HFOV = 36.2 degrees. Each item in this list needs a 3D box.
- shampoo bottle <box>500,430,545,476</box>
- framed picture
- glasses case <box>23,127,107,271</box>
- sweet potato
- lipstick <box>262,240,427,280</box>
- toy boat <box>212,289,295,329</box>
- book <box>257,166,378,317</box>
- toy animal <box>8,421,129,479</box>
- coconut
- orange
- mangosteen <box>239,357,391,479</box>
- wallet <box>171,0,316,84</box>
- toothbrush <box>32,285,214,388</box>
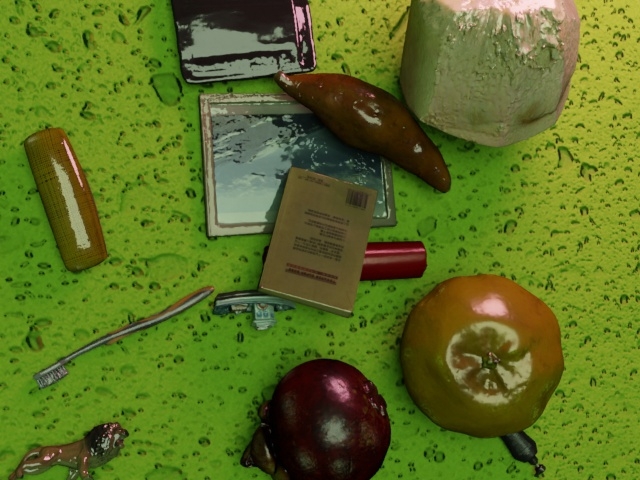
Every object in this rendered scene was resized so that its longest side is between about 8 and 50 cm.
[{"bbox_3d":[0.351,0.358,1.737,0.048,0.027,0.137,-40,95,-1],"label":"shampoo bottle"},{"bbox_3d":[-0.037,-0.136,1.689,0.335,0.022,0.247,-3,86,-15],"label":"framed picture"},{"bbox_3d":[-0.406,-0.067,1.567,0.079,0.064,0.234,-19,91,-8],"label":"glasses case"},{"bbox_3d":[0.085,-0.204,1.662,0.359,0.112,0.112,26,79,-8],"label":"sweet potato"},{"bbox_3d":[0.041,0.037,1.668,0.280,0.073,0.073,-1,85,-14],"label":"lipstick"},{"bbox_3d":[-0.109,0.116,1.626,0.140,0.059,0.066,-3,73,-16],"label":"toy boat"},{"bbox_3d":[0.000,0.000,1.621,0.161,0.026,0.230,16,65,-5],"label":"book"},{"bbox_3d":[-0.403,0.354,1.529,0.220,0.069,0.086,-16,68,-20],"label":"toy animal"},{"bbox_3d":[0.283,-0.308,1.652,0.298,0.309,0.297,-1,47,1],"label":"coconut"},{"bbox_3d":[0.268,0.191,1.627,0.279,0.235,0.279,1,82,-7],"label":"orange"},{"bbox_3d":[-0.014,0.311,1.574,0.258,0.215,0.215,-31,93,16],"label":"mangosteen"},{"bbox_3d":[-0.136,-0.430,1.680,0.247,0.041,0.322,-7,83,-15],"label":"wallet"},{"bbox_3d":[-0.315,0.150,1.590,0.321,0.023,0.031,-30,99,-14],"label":"toothbrush"}]
